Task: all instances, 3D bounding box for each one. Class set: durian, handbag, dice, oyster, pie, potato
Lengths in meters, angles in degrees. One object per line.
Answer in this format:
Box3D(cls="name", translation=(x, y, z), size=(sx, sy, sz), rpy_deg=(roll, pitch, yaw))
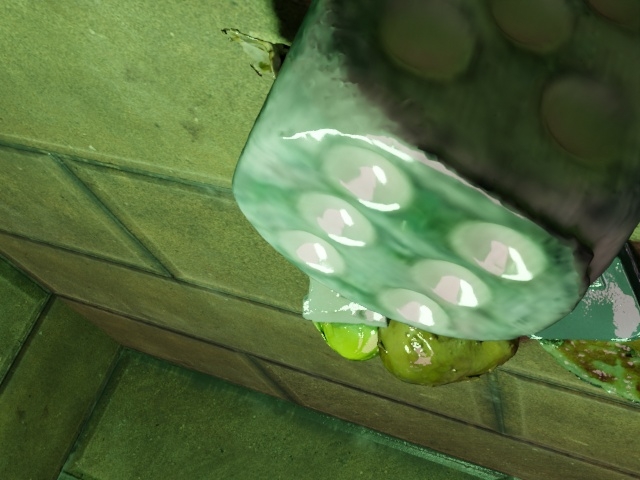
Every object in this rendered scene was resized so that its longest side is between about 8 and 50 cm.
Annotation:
Box3D(cls="durian", translation=(0.087, 0.241, 1.911), size=(0.250, 0.101, 0.139), rpy_deg=(0, 113, 44))
Box3D(cls="handbag", translation=(0.412, 0.080, 1.206), size=(0.229, 0.062, 0.179), rpy_deg=(-6, 120, 48))
Box3D(cls="dice", translation=(0.121, -0.121, 0.725), size=(0.330, 0.348, 0.328), rpy_deg=(25, 156, -7))
Box3D(cls="oyster", translation=(0.004, -0.194, 0.952), size=(0.294, 0.094, 0.166), rpy_deg=(34, -164, -39))
Box3D(cls="pie", translation=(0.539, 0.196, 1.326), size=(0.302, 0.067, 0.303), rpy_deg=(27, 148, 18))
Box3D(cls="potato", translation=(0.264, 0.232, 1.591), size=(0.299, 0.196, 0.246), rpy_deg=(20, 159, 3))

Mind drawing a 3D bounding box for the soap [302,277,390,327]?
Box3D(cls="soap", translation=(0.041, -0.031, 1.121), size=(0.158, 0.258, 0.302), rpy_deg=(12, 155, 29))
